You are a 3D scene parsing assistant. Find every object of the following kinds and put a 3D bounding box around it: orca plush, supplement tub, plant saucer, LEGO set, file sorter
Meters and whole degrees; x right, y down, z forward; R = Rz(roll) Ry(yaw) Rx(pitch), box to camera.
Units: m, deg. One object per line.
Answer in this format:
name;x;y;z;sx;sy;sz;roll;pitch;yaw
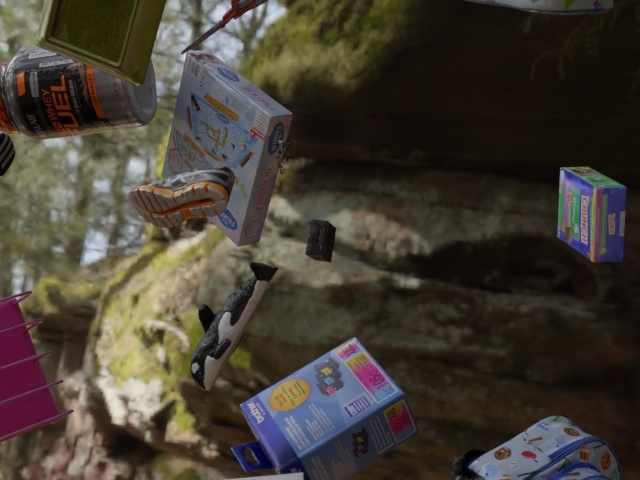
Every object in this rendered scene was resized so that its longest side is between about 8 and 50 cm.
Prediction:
orca plush;-0.199;0.154;2.019;0.102;0.287;0.151;30;25;4
supplement tub;-0.553;-0.337;2.276;0.338;0.207;0.207;-7;-16;10
plant saucer;-0.346;-0.352;1.581;0.188;0.188;0.045;22;25;2
LEGO set;-0.069;-0.164;1.954;0.024;0.054;0.083;-12;-15;-12
file sorter;-0.674;0.274;2.171;0.202;0.290;0.182;-19;-3;-35

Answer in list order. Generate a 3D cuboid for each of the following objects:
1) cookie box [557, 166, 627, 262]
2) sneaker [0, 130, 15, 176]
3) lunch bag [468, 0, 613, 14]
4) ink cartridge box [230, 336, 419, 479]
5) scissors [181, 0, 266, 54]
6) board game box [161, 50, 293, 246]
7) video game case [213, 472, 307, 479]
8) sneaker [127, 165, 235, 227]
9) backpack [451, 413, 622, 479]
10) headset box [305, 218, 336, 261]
cookie box;0.320;-0.032;1.207;0.040;0.091;0.107;-5;17;-9
sneaker;-0.599;-0.091;1.627;0.132;0.228;0.086;15;-36;19
lunch bag;0.280;-0.359;1.392;0.176;0.090;0.219;-8;21;-31
ink cartridge box;-0.008;0.435;2.393;0.270;0.396;0.151;45;-17;54
scissors;-0.183;-0.450;2.080;0.109;0.021;0.297;-27;-2;-36
board game box;-0.212;-0.203;2.222;0.066;0.317;0.319;-11;40;-41
video game case;-0.128;0.575;1.986;0.210;0.232;0.042;-7;-32;12
sneaker;-0.234;-0.079;1.736;0.215;0.083;0.084;-2;-49;29
backpack;0.372;0.423;1.661;0.213;0.263;0.276;24;-39;46
headset box;0.000;0.000;1.722;0.032;0.062;0.083;7;-8;12
